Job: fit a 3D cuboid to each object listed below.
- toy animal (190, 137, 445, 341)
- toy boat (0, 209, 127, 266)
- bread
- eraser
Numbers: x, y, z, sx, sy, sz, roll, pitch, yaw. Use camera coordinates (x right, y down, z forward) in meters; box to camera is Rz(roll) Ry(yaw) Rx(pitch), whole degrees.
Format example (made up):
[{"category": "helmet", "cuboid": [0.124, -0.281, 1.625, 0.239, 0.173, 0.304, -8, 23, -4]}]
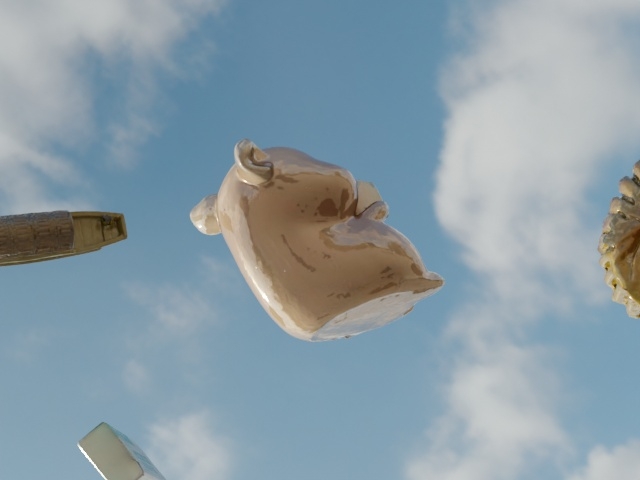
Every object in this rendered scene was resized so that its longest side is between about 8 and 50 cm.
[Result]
[{"category": "toy animal", "cuboid": [-0.001, -0.004, 1.182, 0.213, 0.256, 0.195, -24, -16, -33]}, {"category": "toy boat", "cuboid": [-0.365, -0.005, 1.283, 0.226, 0.088, 0.068, -8, -99, -28]}, {"category": "bread", "cuboid": [0.471, -0.006, 1.191, 0.274, 0.274, 0.149, -60, -28, 3]}, {"category": "eraser", "cuboid": [-0.278, 0.324, 1.397, 0.052, 0.095, 0.225, -41, -14, -12]}]
